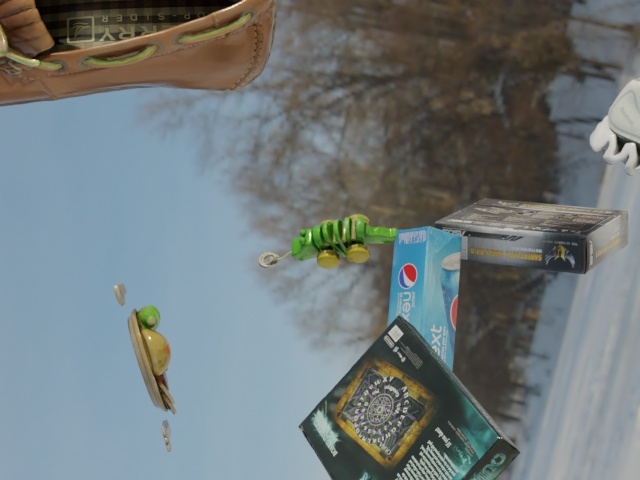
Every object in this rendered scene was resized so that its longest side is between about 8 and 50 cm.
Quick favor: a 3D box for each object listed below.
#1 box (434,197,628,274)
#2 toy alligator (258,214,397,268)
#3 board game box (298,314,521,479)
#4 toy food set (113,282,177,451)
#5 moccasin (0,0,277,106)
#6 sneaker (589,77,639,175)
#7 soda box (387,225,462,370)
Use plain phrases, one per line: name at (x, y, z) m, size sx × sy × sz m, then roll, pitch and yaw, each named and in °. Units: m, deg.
box at (0.303, -0.009, 1.920) m, size 0.183 × 0.231 × 0.056 m, roll -22°, pitch -65°, yaw -58°
toy alligator at (0.000, 0.000, 1.653) m, size 0.051 × 0.189 × 0.056 m, roll 55°, pitch -149°, yaw -49°
board game box at (0.061, 0.150, 1.016) m, size 0.126 × 0.026 × 0.186 m, roll -48°, pitch 32°, yaw 6°
toy food set at (-0.185, 0.134, 1.514) m, size 0.132 × 0.038 × 0.192 m, roll -164°, pitch 57°, yaw -84°
moccasin at (-0.222, -0.174, 1.025) m, size 0.147 × 0.380 × 0.139 m, roll 104°, pitch 168°, yaw -66°
sneaker at (0.482, -0.099, 1.645) m, size 0.118 × 0.292 × 0.110 m, roll -65°, pitch -13°, yaw 20°
soda box at (0.141, 0.091, 1.827) m, size 0.071 × 0.067 × 0.210 m, roll 15°, pitch -105°, yaw -41°
